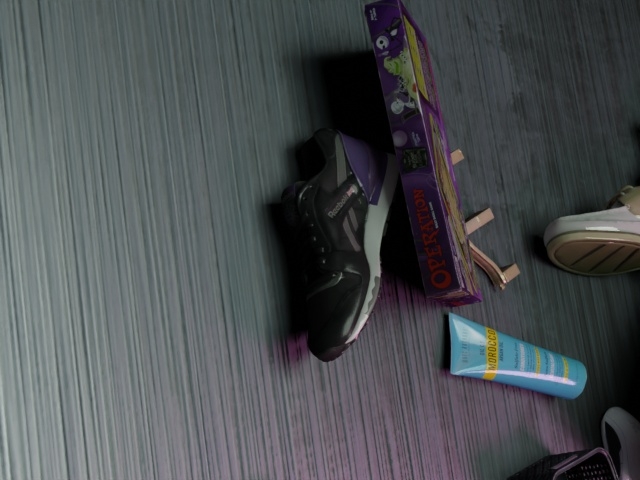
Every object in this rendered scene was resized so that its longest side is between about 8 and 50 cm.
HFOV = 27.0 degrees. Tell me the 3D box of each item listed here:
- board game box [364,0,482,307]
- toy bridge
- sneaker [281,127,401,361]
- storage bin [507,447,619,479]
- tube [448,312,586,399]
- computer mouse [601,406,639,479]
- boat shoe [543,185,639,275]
[{"bbox_3d":[0.126,-0.097,1.589,0.208,0.056,0.347,17,60,-71],"label":"board game box"},{"bbox_3d":[0.194,-0.021,1.707,0.063,0.026,0.188,-31,97,-39],"label":"toy bridge"},{"bbox_3d":[0.000,0.000,1.504,0.124,0.107,0.283,26,53,-21],"label":"sneaker"},{"bbox_3d":[0.318,0.360,1.651,0.122,0.084,0.180,-18,89,-42],"label":"storage bin"},{"bbox_3d":[0.243,0.153,1.684,0.207,0.052,0.080,18,54,-29],"label":"tube"},{"bbox_3d":[0.423,0.316,1.780,0.106,0.042,0.193,-6,81,-40],"label":"computer mouse"},{"bbox_3d":[0.431,-0.018,1.840,0.302,0.113,0.103,2,65,-28],"label":"boat shoe"}]
